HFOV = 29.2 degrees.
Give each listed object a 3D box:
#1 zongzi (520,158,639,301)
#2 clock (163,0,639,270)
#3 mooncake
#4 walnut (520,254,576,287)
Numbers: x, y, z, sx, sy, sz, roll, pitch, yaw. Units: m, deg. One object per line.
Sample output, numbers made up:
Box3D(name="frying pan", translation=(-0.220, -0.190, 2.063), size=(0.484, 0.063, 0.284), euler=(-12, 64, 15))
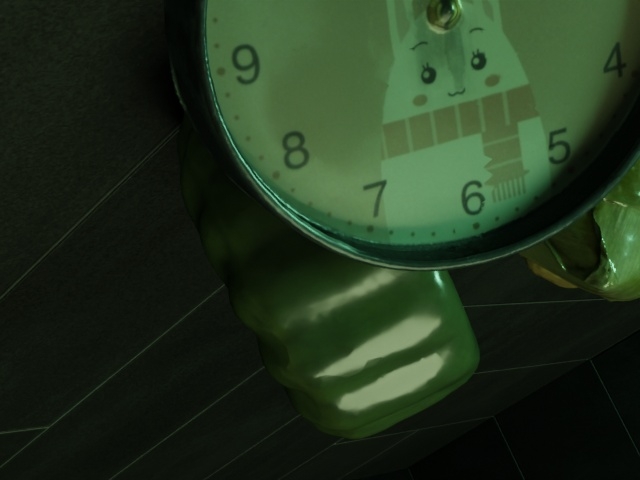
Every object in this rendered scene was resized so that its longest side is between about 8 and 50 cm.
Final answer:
Box3D(name="zongzi", translation=(0.238, -0.161, 1.315), size=(0.174, 0.393, 0.356), euler=(23, 92, -48))
Box3D(name="clock", translation=(0.086, -0.159, 0.855), size=(0.386, 0.076, 0.386), euler=(-7, 112, -17))
Box3D(name="mooncake", translation=(0.000, 0.000, 1.116), size=(0.187, 0.351, 0.351), euler=(-23, 160, 4))
Box3D(name="walnut", translation=(0.360, -0.052, 1.583), size=(0.225, 0.225, 0.261), euler=(-8, 149, -38))
